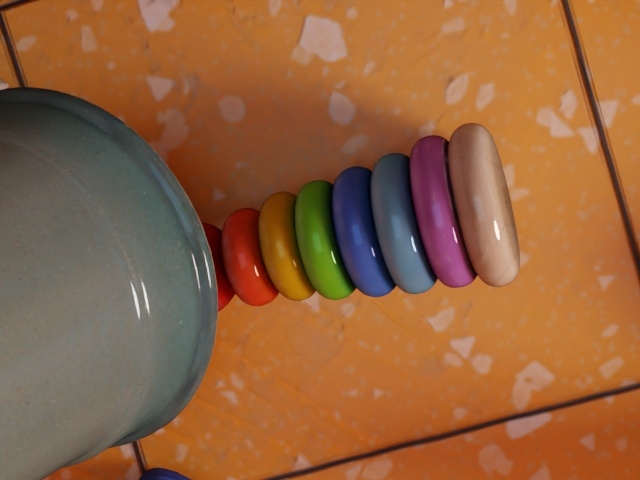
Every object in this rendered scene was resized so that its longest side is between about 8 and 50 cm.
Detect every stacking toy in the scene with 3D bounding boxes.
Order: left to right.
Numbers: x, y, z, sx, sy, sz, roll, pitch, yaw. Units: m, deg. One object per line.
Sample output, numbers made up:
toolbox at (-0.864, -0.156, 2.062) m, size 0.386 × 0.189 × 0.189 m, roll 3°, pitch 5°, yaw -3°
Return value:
stacking toy at (0.000, 0.000, 0.962) m, size 0.330 × 0.141 × 0.141 m, roll -12°, pitch 95°, yaw 15°

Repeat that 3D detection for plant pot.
plant pot at (-0.306, 0.080, 0.847) m, size 0.341 × 0.334 × 0.341 m, roll 8°, pitch 110°, yaw 21°

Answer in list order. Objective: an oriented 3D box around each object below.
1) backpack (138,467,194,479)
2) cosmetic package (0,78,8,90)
backpack at (-0.148, 0.281, 1.015) m, size 0.098 × 0.101 × 0.120 m, roll 26°, pitch 95°, yaw -3°
cosmetic package at (-0.354, -0.160, 1.010) m, size 0.115 × 0.060 × 0.041 m, roll 36°, pitch 101°, yaw 3°
